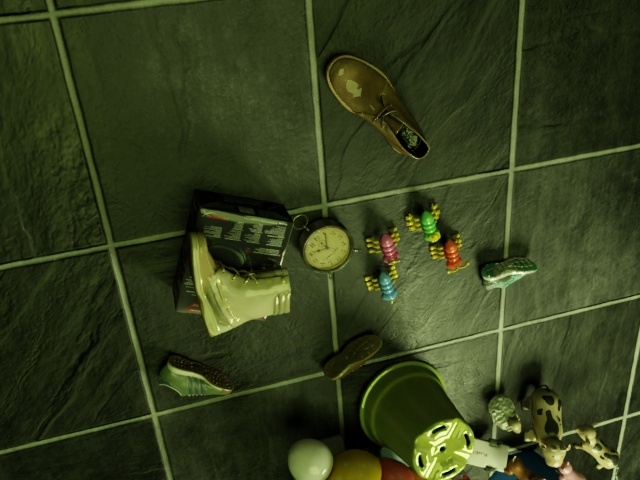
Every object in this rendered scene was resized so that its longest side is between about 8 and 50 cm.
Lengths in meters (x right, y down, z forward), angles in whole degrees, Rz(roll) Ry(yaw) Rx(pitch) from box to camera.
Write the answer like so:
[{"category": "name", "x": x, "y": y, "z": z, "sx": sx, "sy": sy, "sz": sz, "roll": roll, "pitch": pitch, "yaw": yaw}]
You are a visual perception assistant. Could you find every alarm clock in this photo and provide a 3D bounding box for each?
[{"category": "alarm clock", "x": 0.000, "y": 0.000, "z": 1.592, "sx": 0.129, "sy": 0.064, "sz": 0.192, "roll": -43, "pitch": 123, "yaw": 6}]

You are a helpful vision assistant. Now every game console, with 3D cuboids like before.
[{"category": "game console", "x": 0.676, "y": 0.816, "z": 2.049, "sx": 0.250, "sy": 0.293, "sz": 0.173, "roll": 8, "pitch": 110, "yaw": -44}]

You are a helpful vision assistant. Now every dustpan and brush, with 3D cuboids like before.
[{"category": "dustpan and brush", "x": 0.019, "y": 0.683, "z": 1.899, "sx": 0.147, "sy": 0.211, "sz": 0.060, "roll": -12, "pitch": 155, "yaw": -11}]

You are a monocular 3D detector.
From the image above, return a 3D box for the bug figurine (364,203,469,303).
[{"category": "bug figurine", "x": 0.238, "y": 0.038, "z": 1.683, "sx": 0.279, "sy": 0.072, "sz": 0.216, "roll": -26, "pitch": 121, "yaw": -3}]

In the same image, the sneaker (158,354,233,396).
[{"category": "sneaker", "x": -0.322, "y": 0.360, "z": 1.676, "sx": 0.192, "sy": 0.064, "sz": 0.086, "roll": 30, "pitch": 112, "yaw": -28}]

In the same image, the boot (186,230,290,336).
[{"category": "boot", "x": -0.172, "y": 0.076, "z": 1.426, "sx": 0.203, "sy": 0.095, "sz": 0.262, "roll": -14, "pitch": 121, "yaw": -9}]

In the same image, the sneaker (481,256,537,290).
[{"category": "sneaker", "x": 0.512, "y": 0.094, "z": 1.815, "sx": 0.166, "sy": 0.065, "sz": 0.076, "roll": -8, "pitch": 134, "yaw": -10}]

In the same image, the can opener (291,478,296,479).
[{"category": "can opener", "x": -0.032, "y": 0.732, "z": 1.962, "sx": 0.283, "sy": 0.076, "sz": 0.095, "roll": -23, "pitch": 153, "yaw": -6}]

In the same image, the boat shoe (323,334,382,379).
[{"category": "boat shoe", "x": 0.090, "y": 0.316, "z": 1.788, "sx": 0.178, "sy": 0.064, "sz": 0.060, "roll": -35, "pitch": 151, "yaw": 4}]

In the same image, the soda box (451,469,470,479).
[{"category": "soda box", "x": 0.410, "y": 0.872, "z": 2.145, "sx": 0.083, "sy": 0.092, "sz": 0.263, "roll": 4, "pitch": 114, "yaw": -22}]

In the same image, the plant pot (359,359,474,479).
[{"category": "plant pot", "x": 0.278, "y": 0.505, "z": 1.799, "sx": 0.276, "sy": 0.254, "sz": 0.276, "roll": -5, "pitch": 106, "yaw": -18}]

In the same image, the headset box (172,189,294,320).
[{"category": "headset box", "x": -0.210, "y": 0.051, "z": 1.523, "sx": 0.218, "sy": 0.110, "sz": 0.293, "roll": 8, "pitch": 113, "yaw": -21}]

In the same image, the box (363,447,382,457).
[{"category": "box", "x": 0.128, "y": 0.710, "z": 1.994, "sx": 0.054, "sy": 0.059, "sz": 0.169, "roll": 16, "pitch": 110, "yaw": -21}]

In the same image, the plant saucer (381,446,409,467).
[{"category": "plant saucer", "x": 0.263, "y": 0.608, "z": 1.982, "sx": 0.194, "sy": 0.037, "sz": 0.195, "roll": -4, "pitch": 101, "yaw": -19}]

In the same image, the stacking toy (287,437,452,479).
[{"category": "stacking toy", "x": 0.110, "y": 0.675, "z": 1.780, "sx": 0.480, "sy": 0.350, "sz": 0.350, "roll": 40, "pitch": 99, "yaw": -14}]

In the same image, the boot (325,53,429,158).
[{"category": "boot", "x": 0.137, "y": -0.292, "z": 1.461, "sx": 0.305, "sy": 0.115, "sz": 0.112, "roll": 38, "pitch": 102, "yaw": -28}]

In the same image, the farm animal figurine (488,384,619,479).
[{"category": "farm animal figurine", "x": 0.700, "y": 0.584, "z": 1.962, "sx": 0.330, "sy": 0.327, "sz": 0.172, "roll": -12, "pitch": 159, "yaw": -11}]

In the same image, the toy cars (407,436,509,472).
[{"category": "toy cars", "x": 0.390, "y": 0.702, "z": 2.054, "sx": 0.393, "sy": 0.087, "sz": 0.177, "roll": -27, "pitch": 84, "yaw": -5}]
